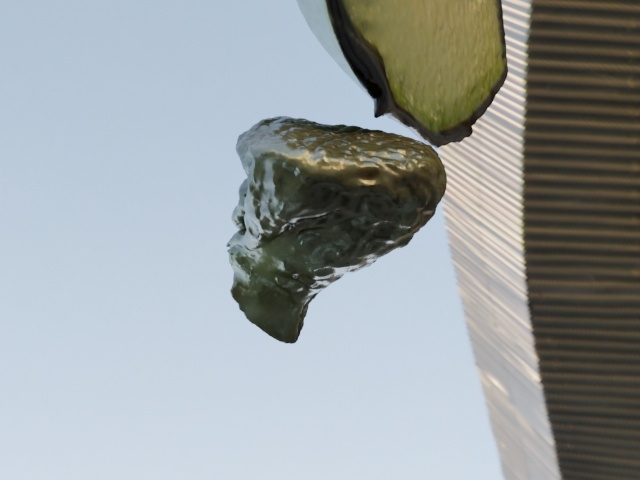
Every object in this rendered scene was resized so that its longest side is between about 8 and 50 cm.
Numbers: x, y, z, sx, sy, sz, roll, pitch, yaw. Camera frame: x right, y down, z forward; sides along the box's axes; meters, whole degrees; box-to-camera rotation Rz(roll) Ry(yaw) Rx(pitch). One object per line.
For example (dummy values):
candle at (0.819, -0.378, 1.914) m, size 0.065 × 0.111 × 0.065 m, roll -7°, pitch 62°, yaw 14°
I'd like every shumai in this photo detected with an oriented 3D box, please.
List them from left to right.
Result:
shumai at (0.000, 0.000, 0.387) m, size 0.082 × 0.083 × 0.080 m, roll 13°, pitch -75°, yaw 19°

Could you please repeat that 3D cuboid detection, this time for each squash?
squash at (0.009, -0.129, 0.450) m, size 0.184 × 0.085 × 0.192 m, roll -41°, pitch -56°, yaw -55°
